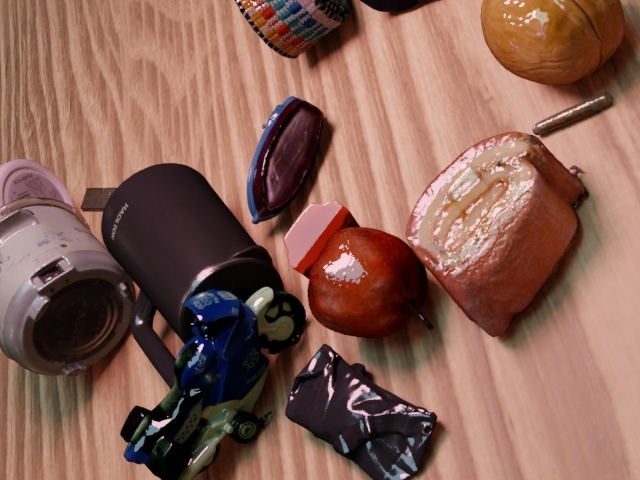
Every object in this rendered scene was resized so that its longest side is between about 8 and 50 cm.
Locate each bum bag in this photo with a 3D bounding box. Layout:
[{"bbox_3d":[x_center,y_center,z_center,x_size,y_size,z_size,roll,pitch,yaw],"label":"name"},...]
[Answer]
[{"bbox_3d":[0.048,0.232,1.555,0.248,0.060,0.123,26,84,50],"label":"bum bag"}]

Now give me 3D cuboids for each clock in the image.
[{"bbox_3d":[0.000,0.000,1.693,0.061,0.155,0.113,36,88,12],"label":"clock"}]

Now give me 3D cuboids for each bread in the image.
[{"bbox_3d":[0.227,-0.025,1.498,0.244,0.123,0.190,-52,38,4],"label":"bread"}]

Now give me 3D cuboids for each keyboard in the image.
[{"bbox_3d":[-0.429,-0.082,2.298,0.129,0.015,0.049,2,71,46],"label":"keyboard"}]

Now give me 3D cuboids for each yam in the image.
[{"bbox_3d":[0.335,-0.168,1.561,0.116,0.021,0.021,-24,49,32],"label":"yam"}]

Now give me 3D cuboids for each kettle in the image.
[{"bbox_3d":[-0.223,0.053,1.841,0.262,0.203,0.308,-41,43,-2],"label":"kettle"}]

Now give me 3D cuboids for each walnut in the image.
[{"bbox_3d":[0.307,-0.291,1.568,0.197,0.165,0.165,23,82,51],"label":"walnut"}]

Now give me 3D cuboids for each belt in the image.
[{"bbox_3d":[-0.068,-0.450,2.022,0.160,0.207,0.295,-34,43,23],"label":"belt"}]

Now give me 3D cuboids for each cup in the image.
[{"bbox_3d":[-0.683,-0.002,2.326,0.372,0.253,0.253,-22,50,31],"label":"cup"}]

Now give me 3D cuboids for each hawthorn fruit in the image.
[{"bbox_3d":[0.077,0.068,1.576,0.194,0.157,0.157,28,86,31],"label":"hawthorn fruit"}]

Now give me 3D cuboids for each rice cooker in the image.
[{"bbox_3d":[-0.483,0.075,2.036,0.264,0.316,0.317,-37,36,-16],"label":"rice cooker"}]

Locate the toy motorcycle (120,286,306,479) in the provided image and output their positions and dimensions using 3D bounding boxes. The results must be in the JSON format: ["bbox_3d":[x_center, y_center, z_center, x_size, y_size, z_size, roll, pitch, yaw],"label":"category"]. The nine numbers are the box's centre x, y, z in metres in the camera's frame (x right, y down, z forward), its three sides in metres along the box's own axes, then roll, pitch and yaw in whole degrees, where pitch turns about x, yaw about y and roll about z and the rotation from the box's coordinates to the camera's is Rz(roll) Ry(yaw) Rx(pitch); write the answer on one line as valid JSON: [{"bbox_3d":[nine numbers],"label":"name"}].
[{"bbox_3d":[-0.159,0.198,1.685,0.331,0.196,0.125,-56,39,-1],"label":"toy motorcycle"}]

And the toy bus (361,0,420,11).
[{"bbox_3d":[0.186,-0.472,1.842,0.303,0.127,0.147,-12,51,43],"label":"toy bus"}]

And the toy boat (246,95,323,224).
[{"bbox_3d":[-0.066,-0.129,1.895,0.223,0.100,0.097,-68,16,-13],"label":"toy boat"}]
